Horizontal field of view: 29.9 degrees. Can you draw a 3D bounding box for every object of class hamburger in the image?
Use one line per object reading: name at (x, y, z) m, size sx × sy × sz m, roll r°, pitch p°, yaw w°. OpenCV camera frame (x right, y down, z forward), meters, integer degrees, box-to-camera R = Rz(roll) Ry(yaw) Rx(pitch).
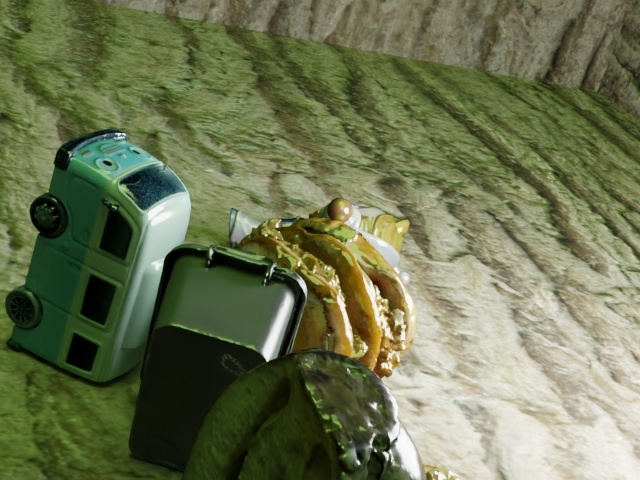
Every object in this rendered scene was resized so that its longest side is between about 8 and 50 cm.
hamburger at (-0.023, 0.088, 1.488) m, size 0.211 × 0.245 × 0.260 m, roll -20°, pitch 3°, yaw -43°

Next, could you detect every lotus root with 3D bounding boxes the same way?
lotus root at (0.000, 0.226, 1.124) m, size 0.149 × 0.260 × 0.267 m, roll -1°, pitch 28°, yaw -38°

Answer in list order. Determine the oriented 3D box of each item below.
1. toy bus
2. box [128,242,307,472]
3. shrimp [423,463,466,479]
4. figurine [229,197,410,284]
toy bus at (-0.252, 0.023, 1.410) m, size 0.164 × 0.271 × 0.133 m, roll 27°, pitch 25°, yaw 16°
box at (-0.120, 0.140, 1.296) m, size 0.163 × 0.243 × 0.135 m, roll 17°, pitch 35°, yaw -1°
shrimp at (0.173, 0.316, 1.312) m, size 0.296 × 0.058 × 0.169 m, roll 27°, pitch 22°, yaw 32°
figurine at (-0.003, -0.003, 1.822) m, size 0.274 × 0.133 × 0.194 m, roll 11°, pitch -19°, yaw -21°
